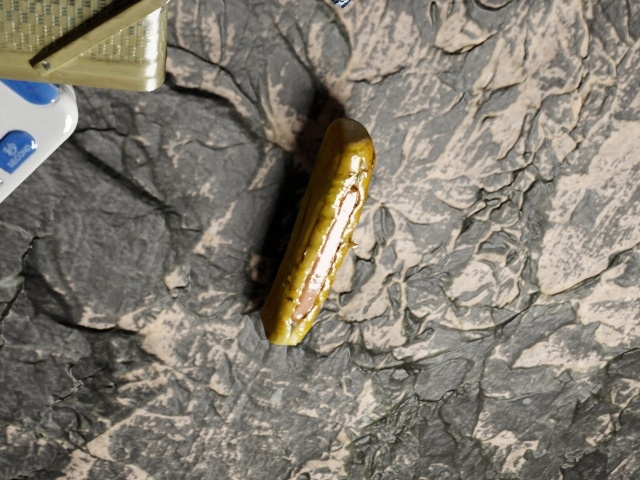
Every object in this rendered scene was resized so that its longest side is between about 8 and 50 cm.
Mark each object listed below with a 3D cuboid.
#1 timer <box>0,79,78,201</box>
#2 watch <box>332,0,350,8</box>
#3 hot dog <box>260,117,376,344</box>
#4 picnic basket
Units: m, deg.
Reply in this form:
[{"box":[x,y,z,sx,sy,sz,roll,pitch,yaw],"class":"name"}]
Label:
[{"box":[-0.348,-0.088,0.760,0.253,0.078,0.178,-39,128,12],"class":"timer"},{"box":[0.010,-0.358,0.693,0.276,0.068,0.274,29,118,-36],"class":"watch"},{"box":[-0.004,-0.002,0.963,0.061,0.087,0.285,6,131,-23],"class":"hot dog"},{"box":[-0.222,-0.214,0.617,0.267,0.165,0.139,3,139,-13],"class":"picnic basket"}]
